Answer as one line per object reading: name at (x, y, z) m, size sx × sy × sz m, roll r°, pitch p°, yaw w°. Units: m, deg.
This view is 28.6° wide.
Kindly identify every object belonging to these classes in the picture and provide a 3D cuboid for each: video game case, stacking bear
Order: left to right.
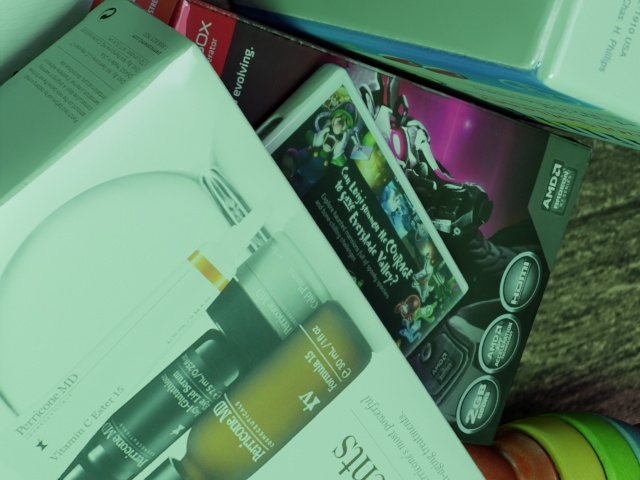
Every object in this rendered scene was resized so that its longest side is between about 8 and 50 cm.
video game case at (-0.009, 0.024, 0.721) m, size 0.173 × 0.022 × 0.190 m, roll -45°, pitch 128°, yaw -16°
stacking bear at (0.170, 0.213, 0.978) m, size 0.289 × 0.175 × 0.164 m, roll 9°, pitch 101°, yaw -34°

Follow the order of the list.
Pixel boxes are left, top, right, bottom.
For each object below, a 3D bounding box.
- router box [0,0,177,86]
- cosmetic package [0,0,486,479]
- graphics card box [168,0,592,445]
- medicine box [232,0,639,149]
router box at (-0.237, -0.073, 0.559) m, size 0.301 × 0.082 × 0.335 m, roll 16°, pitch 100°, yaw -42°
cosmetic package at (-0.093, 0.116, 0.623) m, size 0.284 × 0.097 × 0.377 m, roll -40°, pitch 128°, yaw -7°
graphics card box at (0.000, 0.000, 0.797) m, size 0.371 × 0.094 × 0.232 m, roll 14°, pitch 96°, yaw -43°
medicine box at (0.147, -0.150, 0.753) m, size 0.289 × 0.263 × 0.149 m, roll 14°, pitch 96°, yaw -42°
